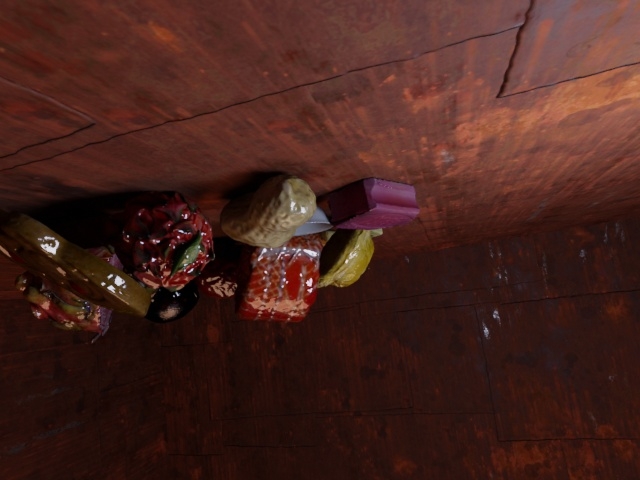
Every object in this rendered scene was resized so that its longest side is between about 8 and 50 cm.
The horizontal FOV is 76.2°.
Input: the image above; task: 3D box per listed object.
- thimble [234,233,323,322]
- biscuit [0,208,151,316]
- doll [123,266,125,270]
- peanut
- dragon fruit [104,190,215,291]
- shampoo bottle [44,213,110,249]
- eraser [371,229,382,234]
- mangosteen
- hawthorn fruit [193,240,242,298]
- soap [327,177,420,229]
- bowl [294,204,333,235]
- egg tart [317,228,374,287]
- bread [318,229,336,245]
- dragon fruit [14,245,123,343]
[{"bbox_3d":[-0.146,0.100,1.329,0.231,0.349,0.350,8,167,-17],"label":"thimble"},{"bbox_3d":[-0.557,0.052,0.865,0.395,0.070,0.350,23,155,6],"label":"biscuit"},{"bbox_3d":[-0.873,0.181,1.606,0.248,0.247,0.349,-3,167,-27],"label":"doll"},{"bbox_3d":[-0.114,-0.060,0.947,0.159,0.142,0.291,27,153,-32],"label":"peanut"},{"bbox_3d":[-0.376,-0.008,0.921,0.293,0.233,0.234,10,180,26],"label":"dragon fruit"},{"bbox_3d":[-0.641,-0.010,1.025,0.245,0.085,0.085,-8,171,13],"label":"shampoo bottle"},{"bbox_3d":[0.157,-0.043,1.575,0.117,0.058,0.172,-12,170,25],"label":"eraser"},{"bbox_3d":[-0.587,0.165,1.513,0.233,0.287,0.287,-14,172,-5],"label":"mangosteen"},{"bbox_3d":[-0.396,0.093,1.559,0.230,0.210,0.266,-26,135,8],"label":"hawthorn fruit"},{"bbox_3d":[0.162,-0.098,1.125,0.250,0.099,0.162,0,161,-43],"label":"soap"},{"bbox_3d":[-0.060,-0.069,1.135,0.189,0.085,0.189,-6,172,-1],"label":"bowl"},{"bbox_3d":[0.085,0.054,1.394,0.128,0.318,0.319,38,156,-13],"label":"egg tart"},{"bbox_3d":[-0.001,0.000,1.677,0.126,0.068,0.188,-12,170,29],"label":"bread"},{"bbox_3d":[-0.785,0.140,1.268,0.263,0.314,0.296,12,157,-16],"label":"dragon fruit"}]
